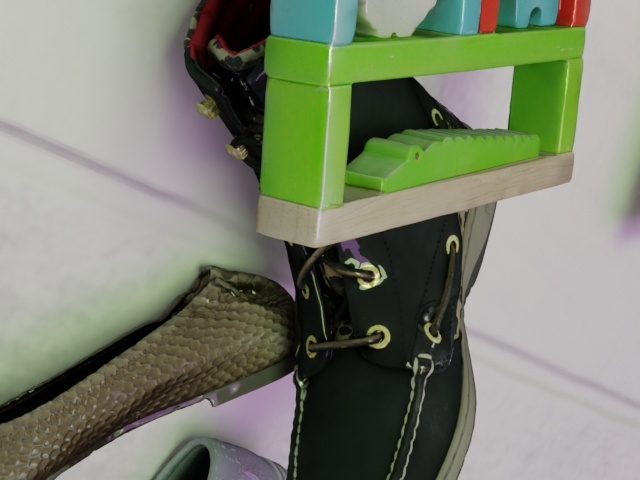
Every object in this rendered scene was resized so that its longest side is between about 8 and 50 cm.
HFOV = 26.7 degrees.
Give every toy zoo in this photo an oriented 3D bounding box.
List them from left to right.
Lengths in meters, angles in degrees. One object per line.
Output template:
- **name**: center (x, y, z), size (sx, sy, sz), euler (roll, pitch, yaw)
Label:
- **toy zoo**: center (0.054, -0.155, 0.498), size (0.192, 0.030, 0.293), euler (-14, 113, -52)

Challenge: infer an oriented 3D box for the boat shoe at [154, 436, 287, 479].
- **boat shoe**: center (-0.103, 0.194, 0.671), size (0.081, 0.079, 0.227), euler (39, 84, -36)

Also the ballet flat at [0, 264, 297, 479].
- **ballet flat**: center (-0.115, 0.068, 0.584), size (0.250, 0.084, 0.058), euler (-22, 100, -28)

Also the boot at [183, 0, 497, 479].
- **boot**: center (-0.001, -0.001, 0.562), size (0.178, 0.085, 0.236), euler (50, 43, -42)
